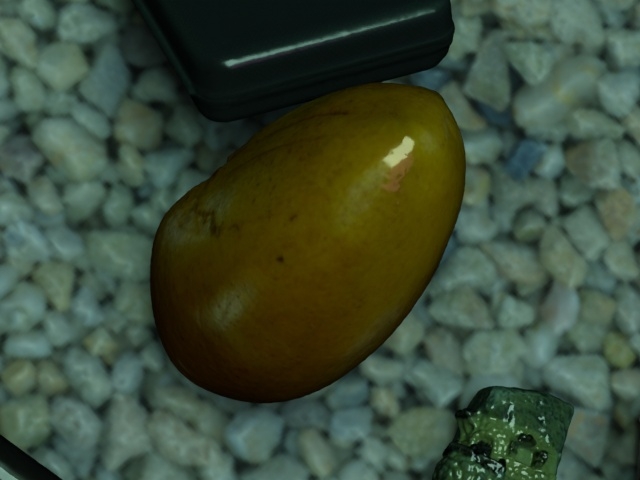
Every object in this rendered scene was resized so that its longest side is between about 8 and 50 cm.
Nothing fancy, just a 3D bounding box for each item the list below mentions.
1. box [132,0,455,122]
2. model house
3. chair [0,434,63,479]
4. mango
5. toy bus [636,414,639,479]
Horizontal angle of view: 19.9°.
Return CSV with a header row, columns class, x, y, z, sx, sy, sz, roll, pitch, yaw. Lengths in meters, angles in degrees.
class,x,y,z,sx,sy,sz,roll,pitch,yaw
box,-0.036,-0.162,1.084,0.160,0.050,0.230,-16,43,-15
model house,0.112,0.125,1.113,0.078,0.066,0.083,22,73,-9
chair,-0.168,0.122,0.969,0.401,0.226,0.226,38,73,-3
mango,0.000,0.000,1.014,0.187,0.257,0.138,-36,88,-17
toy bus,0.251,0.270,1.070,0.162,0.171,0.386,10,76,0
